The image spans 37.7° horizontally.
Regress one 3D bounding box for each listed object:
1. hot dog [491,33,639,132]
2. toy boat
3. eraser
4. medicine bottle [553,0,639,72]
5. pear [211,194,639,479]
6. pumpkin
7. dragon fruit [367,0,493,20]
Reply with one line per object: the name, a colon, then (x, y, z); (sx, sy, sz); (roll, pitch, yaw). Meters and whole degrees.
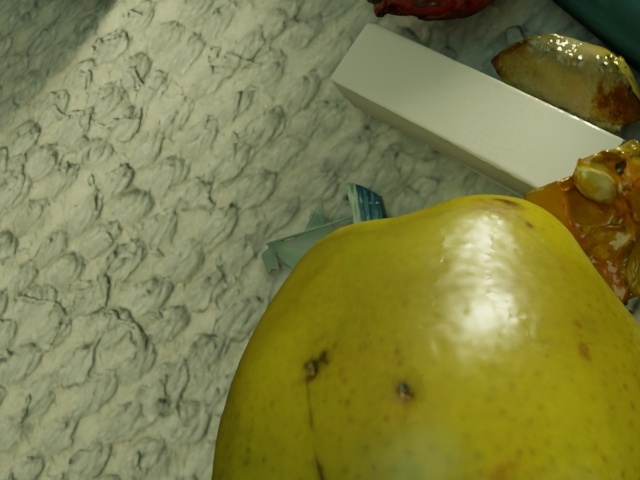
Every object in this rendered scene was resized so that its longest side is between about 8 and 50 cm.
hot dog: (0.251, -0.158, 0.908); (0.169, 0.061, 0.078); (32, 130, 30)
toy boat: (0.009, 0.006, 0.976); (0.149, 0.034, 0.105); (-35, 61, 9)
eraser: (0.153, -0.117, 0.931); (0.298, 0.076, 0.078); (32, 89, 29)
medicine bottle: (0.317, -0.230, 0.894); (0.124, 0.079, 0.258); (-41, 63, 8)
pear: (0.090, 0.177, 0.704); (0.363, 0.362, 0.418); (-8, 74, 21)
pumpkin: (0.332, -0.046, 0.736); (0.281, 0.190, 0.139); (-23, 87, -14)
dragon fruit: (0.131, -0.314, 0.955); (0.209, 0.172, 0.172); (-37, 62, 24)
